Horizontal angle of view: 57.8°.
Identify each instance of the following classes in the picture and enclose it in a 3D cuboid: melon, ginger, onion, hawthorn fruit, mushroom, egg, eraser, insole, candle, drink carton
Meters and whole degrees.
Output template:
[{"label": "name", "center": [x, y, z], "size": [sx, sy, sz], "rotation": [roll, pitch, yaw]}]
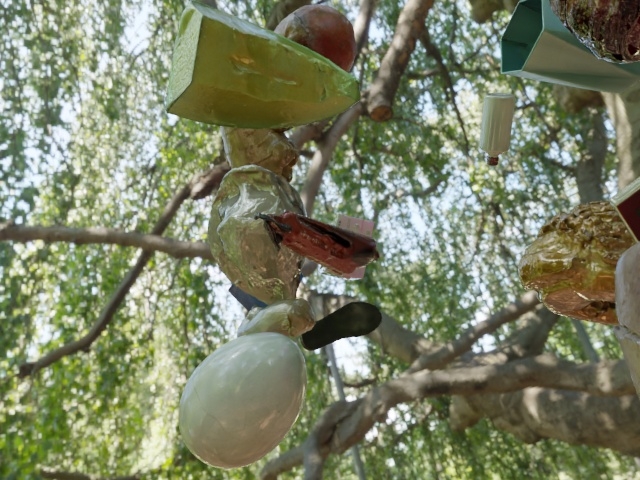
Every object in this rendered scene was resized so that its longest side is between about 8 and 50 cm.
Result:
[{"label": "melon", "center": [-0.095, -0.284, 1.024], "size": [0.323, 0.196, 0.124], "rotation": [10, 6, -22]}, {"label": "ginger", "center": [-0.176, -0.306, 1.431], "size": [0.236, 0.375, 0.166], "rotation": [-4, 30, 42]}, {"label": "onion", "center": [0.404, -0.364, 0.778], "size": [0.207, 0.206, 0.216], "rotation": [-38, -31, 4]}, {"label": "hawthorn fruit", "center": [-0.010, -0.383, 1.158], "size": [0.172, 0.173, 0.173], "rotation": [-13, -28, -7]}, {"label": "mushroom", "center": [-0.092, 0.163, 1.064], "size": [0.096, 0.099, 0.278], "rotation": [22, -26, -13]}, {"label": "egg", "center": [-0.101, 0.210, 0.777], "size": [0.151, 0.151, 0.209], "rotation": [19, -66, -47]}, {"label": "eraser", "center": [-0.121, 0.097, 1.393], "size": [0.042, 0.144, 0.312], "rotation": [-42, 8, 17]}, {"label": "insole", "center": [0.066, 0.254, 1.722], "size": [0.309, 0.110, 0.012], "rotation": [-18, -5, -37]}, {"label": "candle", "center": [0.000, 0.000, 0.904], "size": [0.301, 0.059, 0.084], "rotation": [25, -83, -53]}, {"label": "drink carton", "center": [0.065, 0.029, 1.602], "size": [0.108, 0.161, 0.271], "rotation": [12, -6, -2]}]

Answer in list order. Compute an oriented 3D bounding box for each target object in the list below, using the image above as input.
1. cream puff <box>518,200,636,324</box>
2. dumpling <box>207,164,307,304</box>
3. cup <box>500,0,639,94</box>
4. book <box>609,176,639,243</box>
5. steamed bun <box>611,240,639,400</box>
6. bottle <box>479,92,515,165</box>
[{"label": "cream puff", "center": [0.590, 0.037, 1.197], "size": [0.342, 0.231, 0.327], "rotation": [11, -16, 9]}, {"label": "dumpling", "center": [-0.136, -0.006, 1.131], "size": [0.226, 0.243, 0.175], "rotation": [1, -13, 28]}, {"label": "cup", "center": [0.461, -0.342, 1.053], "size": [0.235, 0.148, 0.134], "rotation": [11, -77, -15]}, {"label": "book", "center": [0.472, -0.061, 0.675], "size": [0.232, 0.022, 0.162], "rotation": [-39, -67, 10]}, {"label": "steamed bun", "center": [0.402, 0.109, 0.578], "size": [0.199, 0.252, 0.301], "rotation": [-12, -26, 44]}, {"label": "bottle", "center": [0.606, -0.380, 2.001], "size": [0.104, 0.104, 0.245], "rotation": [-7, -67, -17]}]
